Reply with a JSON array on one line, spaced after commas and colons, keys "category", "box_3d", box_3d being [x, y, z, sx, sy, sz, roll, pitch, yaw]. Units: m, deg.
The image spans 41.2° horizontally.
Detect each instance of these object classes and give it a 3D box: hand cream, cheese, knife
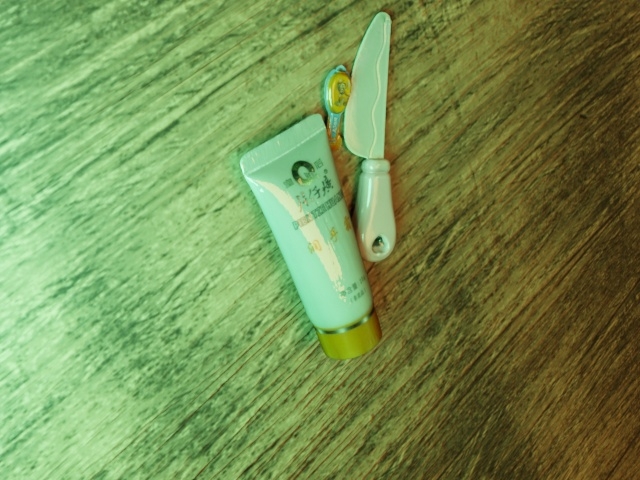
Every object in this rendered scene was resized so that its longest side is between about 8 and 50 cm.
[{"category": "hand cream", "box_3d": [0.000, 0.000, 1.099, 0.139, 0.089, 0.314, -38, 118, -31]}, {"category": "cheese", "box_3d": [0.019, -0.171, 1.102, 0.047, 0.017, 0.111, -2, 105, -39]}, {"category": "knife", "box_3d": [0.063, -0.136, 1.152, 0.081, 0.043, 0.336, -8, 102, -32]}]
